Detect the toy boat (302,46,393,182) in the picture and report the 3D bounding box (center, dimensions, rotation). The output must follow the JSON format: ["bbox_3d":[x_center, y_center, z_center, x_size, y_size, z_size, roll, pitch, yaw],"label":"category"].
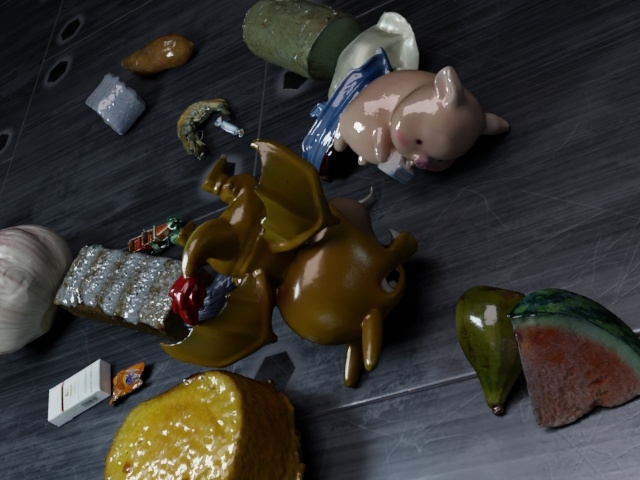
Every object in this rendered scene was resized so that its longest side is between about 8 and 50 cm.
[{"bbox_3d":[0.047,-0.254,1.826,0.142,0.129,0.309,48,112,37],"label":"toy boat"}]

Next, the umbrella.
[{"bbox_3d":[-0.192,0.088,1.839,0.071,0.071,0.248,13,64,45],"label":"umbrella"}]

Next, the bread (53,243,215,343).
[{"bbox_3d":[-0.411,0.111,1.965,0.416,0.113,0.165,7,66,42],"label":"bread"}]

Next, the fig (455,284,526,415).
[{"bbox_3d":[0.276,0.158,1.374,0.133,0.185,0.126,-1,20,45],"label":"fig"}]

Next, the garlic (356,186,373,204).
[{"bbox_3d":[-0.001,-0.005,1.727,0.128,0.148,0.266,137,152,-68],"label":"garlic"}]

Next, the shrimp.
[{"bbox_3d":[-0.284,-0.281,2.211,0.150,0.051,0.217,-31,44,7],"label":"shrimp"}]

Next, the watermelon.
[{"bbox_3d":[0.353,0.161,1.255,0.136,0.207,0.202,161,120,-64],"label":"watermelon"}]

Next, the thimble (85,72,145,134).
[{"bbox_3d":[-0.553,-0.371,2.444,0.118,0.127,0.151,-49,49,-4],"label":"thimble"}]

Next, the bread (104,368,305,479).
[{"bbox_3d":[-0.206,0.382,1.518,0.358,0.204,0.337,-31,39,20],"label":"bread"}]

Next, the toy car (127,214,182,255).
[{"bbox_3d":[-0.375,-0.004,2.066,0.143,0.054,0.073,-30,45,21],"label":"toy car"}]

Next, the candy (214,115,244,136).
[{"bbox_3d":[-0.217,-0.272,2.148,0.083,0.020,0.030,25,85,22],"label":"candy"}]

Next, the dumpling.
[{"bbox_3d":[0.114,-0.356,1.891,0.216,0.126,0.166,-40,68,-5],"label":"dumpling"}]

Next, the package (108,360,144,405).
[{"bbox_3d":[-0.406,0.296,1.877,0.111,0.033,0.077,-29,54,27],"label":"package"}]

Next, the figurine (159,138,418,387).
[{"bbox_3d":[-0.058,0.057,1.516,0.401,0.387,0.268,-63,4,8],"label":"figurine"}]

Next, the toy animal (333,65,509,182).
[{"bbox_3d":[0.171,-0.215,1.667,0.256,0.195,0.213,30,89,45],"label":"toy animal"}]

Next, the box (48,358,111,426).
[{"bbox_3d":[-0.522,0.329,1.944,0.154,0.040,0.084,-32,46,18],"label":"box"}]

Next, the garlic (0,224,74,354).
[{"bbox_3d":[-0.731,0.103,2.112,0.317,0.259,0.317,-161,90,-80],"label":"garlic"}]

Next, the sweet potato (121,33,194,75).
[{"bbox_3d":[-0.470,-0.510,2.508,0.292,0.097,0.097,-7,55,38],"label":"sweet potato"}]

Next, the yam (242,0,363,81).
[{"bbox_3d":[-0.039,-0.464,2.053,0.168,0.168,0.304,-52,42,-5],"label":"yam"}]
